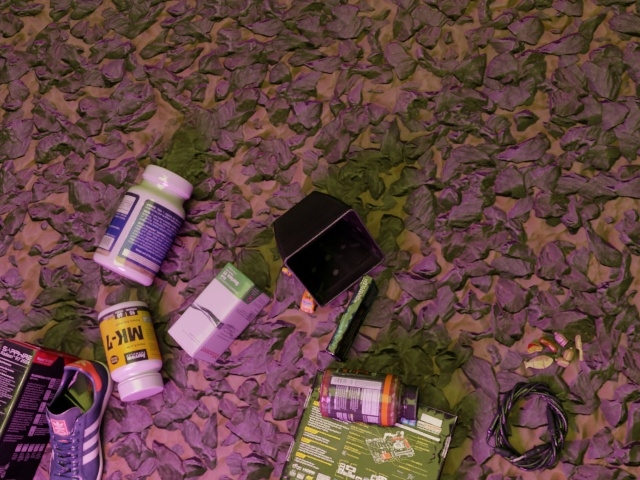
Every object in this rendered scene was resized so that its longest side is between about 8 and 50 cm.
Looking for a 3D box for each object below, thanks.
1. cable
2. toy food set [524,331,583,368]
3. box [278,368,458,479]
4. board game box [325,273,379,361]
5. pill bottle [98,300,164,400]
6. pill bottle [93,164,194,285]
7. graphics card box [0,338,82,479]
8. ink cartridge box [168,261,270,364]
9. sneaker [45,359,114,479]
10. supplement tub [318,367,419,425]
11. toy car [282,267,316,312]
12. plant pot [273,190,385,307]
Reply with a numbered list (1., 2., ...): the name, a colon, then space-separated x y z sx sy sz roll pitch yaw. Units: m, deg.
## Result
1. cable: 0.442 0.384 1.606 0.150 0.047 0.184 27 80 17
2. toy food set: 0.499 0.237 1.655 0.122 0.019 0.078 -6 72 17
3. box: 0.102 0.446 1.636 0.322 0.079 0.257 16 75 15
4. board game box: 0.072 0.174 1.696 0.026 0.126 0.186 25 79 16
5. pill bottle: -0.433 0.255 1.771 0.119 0.119 0.208 -21 72 4
6. pill bottle: -0.416 -0.038 1.835 0.153 0.153 0.264 23 79 16
7. graphics card box: -0.684 0.414 1.711 0.094 0.233 0.371 16 78 11
8. ink cartridge box: -0.226 0.169 1.739 0.087 0.153 0.208 39 83 19
9. sneaker: -0.564 0.439 1.726 0.131 0.148 0.350 0 74 11
10. supplement tub: 0.102 0.322 1.579 0.198 0.106 0.106 5 75 11
11. toy car: -0.056 0.115 1.782 0.122 0.040 0.060 34 83 17
12. plant pot: 0.000 0.000 1.726 0.187 0.188 0.167 -38 44 -2
